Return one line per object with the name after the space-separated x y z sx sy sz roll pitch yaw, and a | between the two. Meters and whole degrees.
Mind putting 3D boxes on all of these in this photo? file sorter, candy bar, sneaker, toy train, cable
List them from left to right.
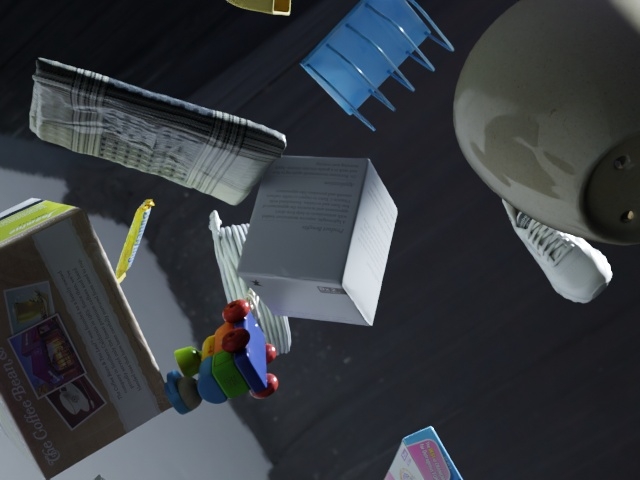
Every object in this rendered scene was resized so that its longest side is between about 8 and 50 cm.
-0.303 0.002 1.676 0.018 0.161 0.040 28 28 4 | candy bar
-0.149 0.155 1.522 0.105 0.143 0.248 62 7 -23 | toy train
-0.123 0.094 1.888 0.257 0.089 0.257 -114 -167 -45 | cable
0.085 -0.256 1.457 0.118 0.170 0.104 41 5 -38 | file sorter
0.351 0.006 1.578 0.095 0.090 0.235 38 12 -37 | sneaker

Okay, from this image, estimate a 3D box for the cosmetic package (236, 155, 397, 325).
0.000 0.000 1.402 0.151 0.151 0.183 54 46 -58 | cosmetic package

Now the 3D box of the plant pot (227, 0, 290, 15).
-0.090 -0.354 1.419 0.081 0.083 0.081 -35 132 -71 | plant pot

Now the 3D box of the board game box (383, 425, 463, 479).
0.233 0.532 1.911 0.316 0.064 0.242 60 -21 25 | board game box

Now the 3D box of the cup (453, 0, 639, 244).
0.355 -0.130 1.283 0.331 0.331 0.237 41 19 -31 | cup

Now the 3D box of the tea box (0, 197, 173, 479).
-0.424 0.132 1.555 0.324 0.220 0.328 12 -53 61 | tea box

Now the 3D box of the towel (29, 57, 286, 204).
-0.226 -0.129 1.348 0.312 0.056 0.324 16 -11 -13 | towel

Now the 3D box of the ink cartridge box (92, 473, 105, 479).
-0.364 0.454 1.680 0.061 0.181 0.104 39 -18 37 | ink cartridge box
